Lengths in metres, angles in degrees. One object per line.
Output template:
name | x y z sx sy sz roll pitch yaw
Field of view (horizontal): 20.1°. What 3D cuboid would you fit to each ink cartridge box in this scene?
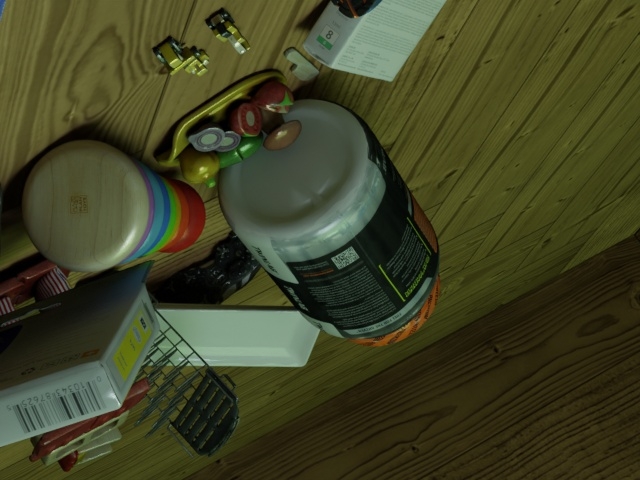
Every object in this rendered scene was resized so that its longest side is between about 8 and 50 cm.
ink cartridge box | 0.091 -0.289 2.042 0.225 0.056 0.181 -57 159 13
ink cartridge box | -0.328 0.142 1.931 0.303 0.072 0.307 -20 -168 12

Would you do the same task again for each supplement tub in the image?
supplement tub | 0.024 -0.010 2.256 0.207 0.207 0.338 -34 144 1

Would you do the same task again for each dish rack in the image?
dish rack | -0.227 0.177 2.392 0.074 0.271 0.208 -39 170 -33

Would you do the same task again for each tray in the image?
tray | -0.138 0.126 2.504 0.270 0.030 0.145 2 146 -15

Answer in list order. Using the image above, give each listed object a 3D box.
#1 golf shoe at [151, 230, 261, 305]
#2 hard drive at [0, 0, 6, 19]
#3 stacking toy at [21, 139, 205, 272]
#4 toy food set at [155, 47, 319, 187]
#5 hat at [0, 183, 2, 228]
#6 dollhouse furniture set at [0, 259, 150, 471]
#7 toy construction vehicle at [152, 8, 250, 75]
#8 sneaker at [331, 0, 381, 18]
golf shoe | -0.150 0.064 2.549 0.198 0.077 0.094 -35 165 8
hard drive | -0.372 -0.184 1.347 0.319 0.040 0.210 -24 157 -33
stacking toy | -0.212 -0.037 2.043 0.141 0.141 0.330 -37 172 11
toy food set | -0.083 -0.128 2.094 0.218 0.071 0.128 -34 165 0
hat | -0.438 -0.008 1.511 0.331 0.331 0.134 -24 -160 -32
dollhouse furniture set | -0.351 0.178 2.276 0.152 0.201 0.374 -28 170 -22
toy construction vehicle | -0.119 -0.196 1.876 0.086 0.035 0.098 -35 165 5
sneaker | 0.087 -0.323 1.864 0.087 0.083 0.221 -38 178 -46
